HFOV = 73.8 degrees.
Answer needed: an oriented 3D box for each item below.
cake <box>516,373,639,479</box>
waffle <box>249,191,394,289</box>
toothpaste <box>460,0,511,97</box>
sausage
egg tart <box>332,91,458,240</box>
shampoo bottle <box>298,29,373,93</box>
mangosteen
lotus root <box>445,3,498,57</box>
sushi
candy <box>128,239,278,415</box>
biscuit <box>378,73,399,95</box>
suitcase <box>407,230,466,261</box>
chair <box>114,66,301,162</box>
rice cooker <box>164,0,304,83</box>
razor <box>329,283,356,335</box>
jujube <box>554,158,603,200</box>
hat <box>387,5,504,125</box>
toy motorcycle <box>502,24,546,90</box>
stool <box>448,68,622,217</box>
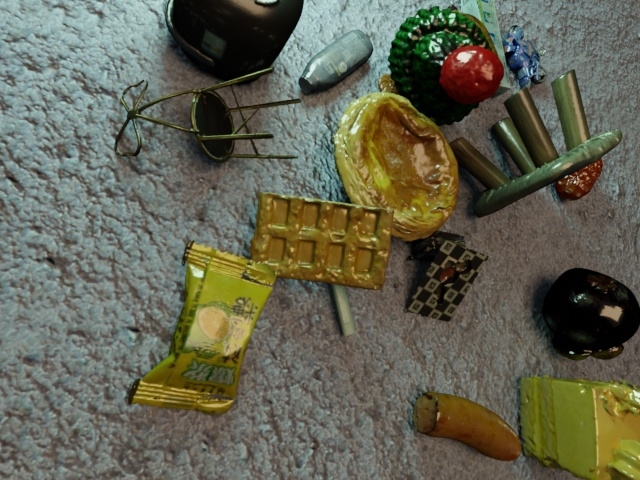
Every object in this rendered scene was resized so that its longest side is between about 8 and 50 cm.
[{"bbox_3d":[0.652,0.438,0.990,0.223,0.286,0.227,9,75,-23],"label":"cake"},{"bbox_3d":[0.000,0.000,0.844,0.274,0.057,0.167,7,100,3],"label":"waffle"},{"bbox_3d":[0.493,-0.600,1.279,0.081,0.067,0.336,-1,79,-25],"label":"toothpaste"},{"bbox_3d":[0.335,0.418,0.958,0.271,0.109,0.108,28,68,-16],"label":"sausage"},{"bbox_3d":[0.162,-0.162,0.983,0.352,0.150,0.351,6,76,-26],"label":"egg tart"},{"bbox_3d":[0.038,-0.434,1.042,0.087,0.049,0.233,49,64,-9],"label":"shampoo bottle"},{"bbox_3d":[0.710,0.199,1.126,0.243,0.243,0.242,6,76,-23],"label":"mangosteen"},{"bbox_3d":[0.401,-0.527,1.179,0.145,0.128,0.260,-23,91,4],"label":"lotus root"},{"bbox_3d":[0.291,0.097,1.011,0.139,0.031,0.201,19,108,-23],"label":"sushi"},{"bbox_3d":[-0.203,0.164,0.772,0.187,0.081,0.297,20,83,-20],"label":"candy"},{"bbox_3d":[0.187,-0.394,1.120,0.078,0.015,0.091,-42,97,-26],"label":"biscuit"},{"bbox_3d":[0.283,0.017,1.029,0.126,0.086,0.059,8,68,-22],"label":"suitcase"},{"bbox_3d":[-0.215,-0.231,0.839,0.326,0.170,0.159,-3,81,19],"label":"chair"},{"bbox_3d":[-0.171,-0.475,0.860,0.267,0.224,0.267,5,77,-22],"label":"rice cooker"},{"bbox_3d":[0.033,0.066,0.915,0.056,0.111,0.277,-6,90,-16],"label":"razor"},{"bbox_3d":[0.787,-0.200,1.305,0.112,0.109,0.176,28,73,22],"label":"jujube"},{"bbox_3d":[0.296,-0.376,0.980,0.274,0.242,0.332,30,26,-22],"label":"hat"},{"bbox_3d":[0.632,-0.573,1.336,0.114,0.076,0.205,-31,94,-18],"label":"toy motorcycle"},{"bbox_3d":[0.523,-0.237,1.084,0.310,0.310,0.226,-27,83,-28],"label":"stool"}]
